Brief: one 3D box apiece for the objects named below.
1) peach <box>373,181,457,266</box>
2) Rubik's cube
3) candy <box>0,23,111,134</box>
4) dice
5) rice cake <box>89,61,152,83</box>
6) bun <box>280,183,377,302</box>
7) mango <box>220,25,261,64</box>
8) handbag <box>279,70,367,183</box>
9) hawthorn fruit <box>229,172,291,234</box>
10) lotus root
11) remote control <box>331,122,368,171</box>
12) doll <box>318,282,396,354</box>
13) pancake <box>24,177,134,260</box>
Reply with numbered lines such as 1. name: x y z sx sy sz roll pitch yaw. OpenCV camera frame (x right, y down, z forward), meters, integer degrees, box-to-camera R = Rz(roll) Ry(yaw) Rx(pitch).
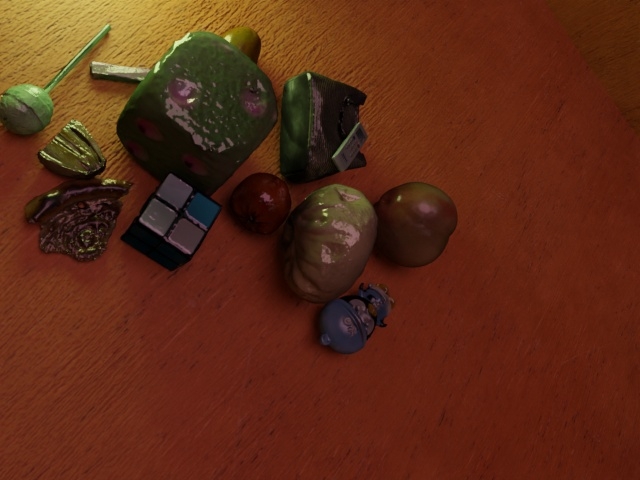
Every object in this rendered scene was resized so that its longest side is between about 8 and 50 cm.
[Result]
1. peach: 0.305 -0.057 1.823 0.292 0.292 0.247 11 29 -29
2. Rubik's cube: -0.392 -0.047 1.444 0.167 0.183 0.180 37 59 -20
3. candy: -0.670 -0.440 1.435 0.119 0.119 0.440 37 54 -18
4. dice: -0.322 -0.328 1.479 0.330 0.322 0.318 38 61 -16
5. rice cake: -0.543 -0.471 1.551 0.206 0.036 0.047 -2 81 -32
6. bun: 0.000 0.000 1.584 0.210 0.359 0.360 20 67 -22
7. mango: -0.270 -0.556 1.700 0.138 0.113 0.254 27 71 -28
8. handbag: 0.007 -0.349 1.730 0.240 0.247 0.341 -1 91 -31
9. hawthorn fruit: -0.162 -0.121 1.614 0.179 0.179 0.200 48 48 -12
10. lotus root: -0.627 -0.212 1.406 0.144 0.070 0.143 41 56 -6
11. remote control: 0.088 -0.280 1.641 0.162 0.029 0.061 -56 132 -29
12. doll: 0.109 0.239 1.703 0.314 0.141 0.177 -30 90 -37
13. pancake: -0.617 -0.077 1.387 0.212 0.056 0.258 27 64 -23
